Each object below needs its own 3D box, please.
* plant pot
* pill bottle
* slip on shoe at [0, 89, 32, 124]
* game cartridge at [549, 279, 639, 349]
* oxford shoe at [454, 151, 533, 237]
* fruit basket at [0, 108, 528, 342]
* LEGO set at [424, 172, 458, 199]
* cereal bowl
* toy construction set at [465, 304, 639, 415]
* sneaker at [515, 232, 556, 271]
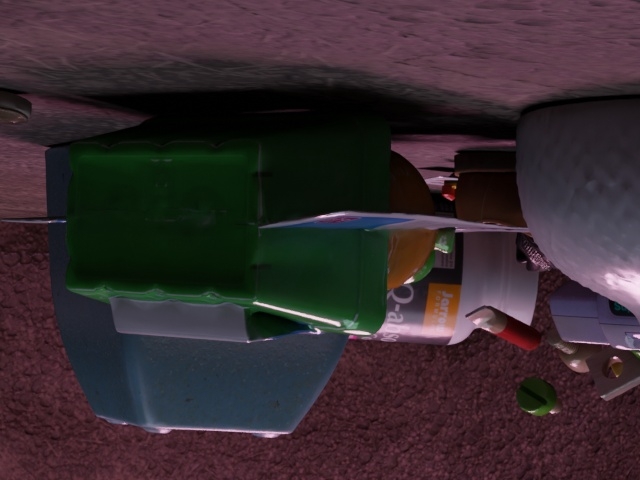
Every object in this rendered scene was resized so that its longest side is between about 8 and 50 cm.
[{"bbox_3d":[-0.106,0.046,1.755,0.247,0.252,0.248,4,178,-24],"label":"plant pot"},{"bbox_3d":[0.090,0.031,2.136,0.278,0.162,0.162,4,177,-5],"label":"pill bottle"},{"bbox_3d":[-0.259,-0.087,1.339,0.051,0.041,0.135,2,177,40],"label":"slip on shoe"},{"bbox_3d":[0.382,0.021,1.554,0.355,0.068,0.230,1,-158,45],"label":"game cartridge"},{"bbox_3d":[0.206,-0.031,1.561,0.212,0.076,0.076,0,174,33],"label":"oxford shoe"},{"bbox_3d":[0.000,0.000,1.431,0.327,0.165,0.353,2,174,39],"label":"fruit basket"},{"bbox_3d":[0.178,-0.035,1.741,0.244,0.060,0.182,5,173,-26],"label":"LEGO set"},{"bbox_3d":[0.294,-0.005,1.280,0.339,0.141,0.339,4,178,0],"label":"cereal bowl"},{"bbox_3d":[0.278,0.078,1.793,0.308,0.258,0.237,-5,163,30],"label":"toy construction set"},{"bbox_3d":[0.288,-0.002,2.004,0.227,0.087,0.130,10,176,-37],"label":"sneaker"}]
